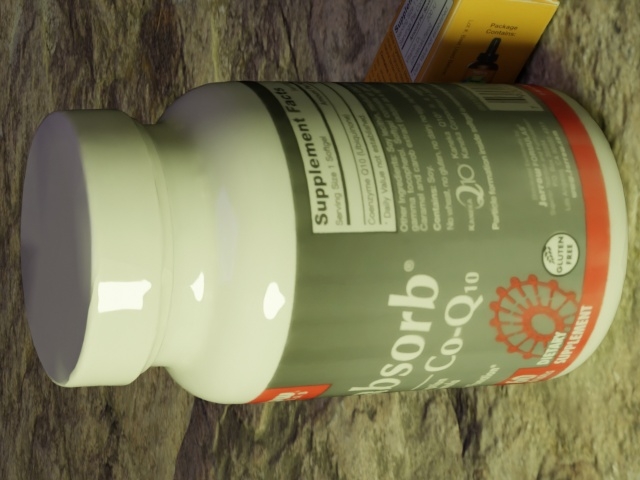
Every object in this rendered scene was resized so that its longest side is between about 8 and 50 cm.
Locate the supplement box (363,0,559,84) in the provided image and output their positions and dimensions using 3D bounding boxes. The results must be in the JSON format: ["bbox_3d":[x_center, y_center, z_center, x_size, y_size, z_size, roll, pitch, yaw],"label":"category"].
[{"bbox_3d":[0.088,-0.121,1.232,0.233,0.078,0.080,119,145,-46],"label":"supplement box"}]

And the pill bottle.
[{"bbox_3d":[0.000,0.000,1.090,0.210,0.363,0.210,178,90,-66],"label":"pill bottle"}]
